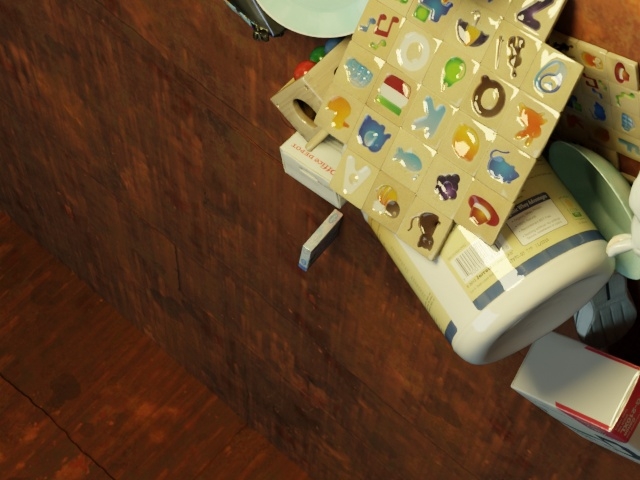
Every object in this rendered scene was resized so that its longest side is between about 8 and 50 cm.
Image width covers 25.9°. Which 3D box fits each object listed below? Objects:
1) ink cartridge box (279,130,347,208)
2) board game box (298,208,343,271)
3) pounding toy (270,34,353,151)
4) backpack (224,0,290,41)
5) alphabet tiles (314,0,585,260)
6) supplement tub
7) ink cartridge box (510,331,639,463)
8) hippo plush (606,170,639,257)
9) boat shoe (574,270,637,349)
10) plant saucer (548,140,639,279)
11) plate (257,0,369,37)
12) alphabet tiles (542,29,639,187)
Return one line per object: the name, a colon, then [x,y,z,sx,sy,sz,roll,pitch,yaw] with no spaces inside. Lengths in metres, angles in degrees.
ink cartridge box: [0.032,-0.134,1.987,0.109,0.150,0.063,35,156,25]
board game box: [0.000,0.000,2.371,0.020,0.090,0.090,38,157,9]
pounding toy: [0.014,-0.206,1.848,0.094,0.181,0.206,49,158,-9]
backpack: [-0.089,-0.364,1.838,0.158,0.117,0.173,61,172,-33]
alphabet tiles: [0.139,-0.165,1.600,0.285,0.011,0.342,36,113,27]
supplement tub: [0.188,-0.031,1.722,0.316,0.228,0.228,57,163,18]
ink cartridge box: [0.403,0.228,1.932,0.172,0.100,0.237,23,172,43]
hippo plush: [0.451,0.003,1.482,0.236,0.234,0.294,-119,11,-45]
boat shoe: [0.373,0.067,1.860,0.226,0.083,0.075,77,172,-59]
plant saucer: [0.344,-0.045,1.670,0.195,0.037,0.195,57,173,11]
plate: [0.002,-0.337,1.734,0.188,0.024,0.188,4,132,5]
alphabet tiles: [0.329,-0.140,1.634,0.198,0.009,0.237,30,154,35]
